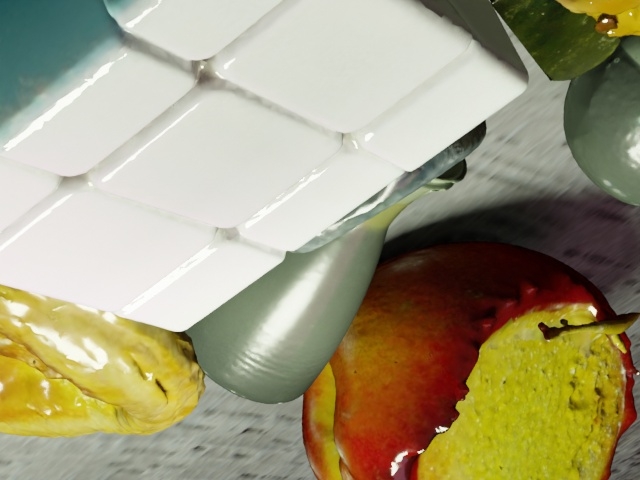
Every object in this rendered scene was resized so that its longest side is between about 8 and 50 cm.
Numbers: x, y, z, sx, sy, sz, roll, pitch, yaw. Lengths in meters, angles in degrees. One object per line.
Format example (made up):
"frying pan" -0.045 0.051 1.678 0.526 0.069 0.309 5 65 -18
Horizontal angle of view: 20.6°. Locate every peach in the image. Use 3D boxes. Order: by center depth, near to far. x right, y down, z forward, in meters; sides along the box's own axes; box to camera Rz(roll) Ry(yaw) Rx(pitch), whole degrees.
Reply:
"peach" 0.149 0.165 1.986 0.406 0.310 0.335 -19 118 -36

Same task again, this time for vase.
"vase" 0.000 0.000 1.726 0.173 0.173 0.321 2 137 -44

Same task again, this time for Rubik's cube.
"Rubik's cube" -0.117 -0.172 1.096 0.316 0.322 0.319 -35 152 22

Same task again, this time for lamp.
"lamp" 0.359 -0.167 1.697 0.182 0.182 0.314 -4 143 -36

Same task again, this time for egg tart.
"egg tart" -0.282 0.008 1.356 0.443 0.178 0.443 19 158 8

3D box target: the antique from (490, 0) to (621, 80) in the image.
"antique" 0.200 -0.216 1.570 0.081 0.080 0.221 -29 156 11

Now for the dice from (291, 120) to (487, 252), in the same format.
"dice" 0.015 -0.108 1.436 0.182 0.181 0.183 -34 -179 25

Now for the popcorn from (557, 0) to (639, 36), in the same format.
"popcorn" 0.292 -0.279 1.336 0.316 0.297 0.281 -43 -167 -16
